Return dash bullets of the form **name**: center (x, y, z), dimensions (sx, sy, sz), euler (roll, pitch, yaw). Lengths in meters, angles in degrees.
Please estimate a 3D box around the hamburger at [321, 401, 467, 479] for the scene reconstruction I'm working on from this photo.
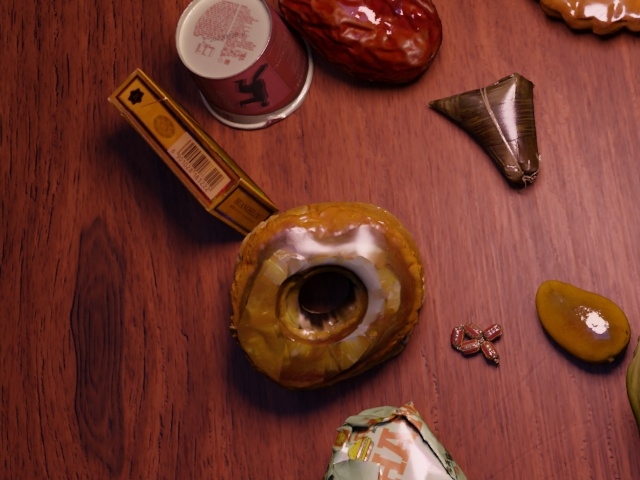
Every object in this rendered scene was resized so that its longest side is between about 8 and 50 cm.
- **hamburger**: center (0.094, 0.375, 1.397), dimensions (0.235, 0.125, 0.214), euler (-42, 63, 0)

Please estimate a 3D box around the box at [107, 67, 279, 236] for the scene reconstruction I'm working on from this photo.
- **box**: center (-0.222, -0.151, 1.585), dimensions (0.084, 0.193, 0.301), euler (-44, 68, 2)

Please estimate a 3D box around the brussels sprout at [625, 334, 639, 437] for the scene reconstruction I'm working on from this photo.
- **brussels sprout**: center (0.571, 0.198, 1.227), dimensions (0.268, 0.344, 0.344), euler (0, 73, 53)

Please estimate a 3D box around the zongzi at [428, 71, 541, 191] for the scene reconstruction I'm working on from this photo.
- **zongzi**: center (0.275, -0.169, 1.509), dimensions (0.184, 0.084, 0.187), euler (-10, 78, 29)

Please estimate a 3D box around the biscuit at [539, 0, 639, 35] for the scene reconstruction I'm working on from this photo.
- **biscuit**: center (0.495, -0.494, 1.504), dimensions (0.326, 0.107, 0.325), euler (-4, 78, 18)

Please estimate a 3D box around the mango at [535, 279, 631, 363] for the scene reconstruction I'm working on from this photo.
- **mango**: center (0.403, 0.123, 1.391), dimensions (0.161, 0.076, 0.103), euler (38, 94, 25)

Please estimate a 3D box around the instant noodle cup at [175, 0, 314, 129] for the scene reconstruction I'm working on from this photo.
- **instant noodle cup**: center (-0.143, -0.339, 1.618), dimensions (0.235, 0.178, 0.235), euler (-4, 75, 14)

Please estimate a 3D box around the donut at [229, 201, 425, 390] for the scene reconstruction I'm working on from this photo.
- **donut**: center (0.005, 0.086, 1.434), dimensions (0.330, 0.160, 0.330), euler (1, 95, 6)

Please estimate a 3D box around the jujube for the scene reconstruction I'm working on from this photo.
- **jujube**: center (0.070, -0.385, 1.555), dimensions (0.290, 0.197, 0.197), euler (27, 85, 4)

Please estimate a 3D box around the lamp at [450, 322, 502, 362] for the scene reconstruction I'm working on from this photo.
- **lamp**: center (0.251, 0.163, 1.452), dimensions (0.083, 0.031, 0.063), euler (5, 76, 21)
